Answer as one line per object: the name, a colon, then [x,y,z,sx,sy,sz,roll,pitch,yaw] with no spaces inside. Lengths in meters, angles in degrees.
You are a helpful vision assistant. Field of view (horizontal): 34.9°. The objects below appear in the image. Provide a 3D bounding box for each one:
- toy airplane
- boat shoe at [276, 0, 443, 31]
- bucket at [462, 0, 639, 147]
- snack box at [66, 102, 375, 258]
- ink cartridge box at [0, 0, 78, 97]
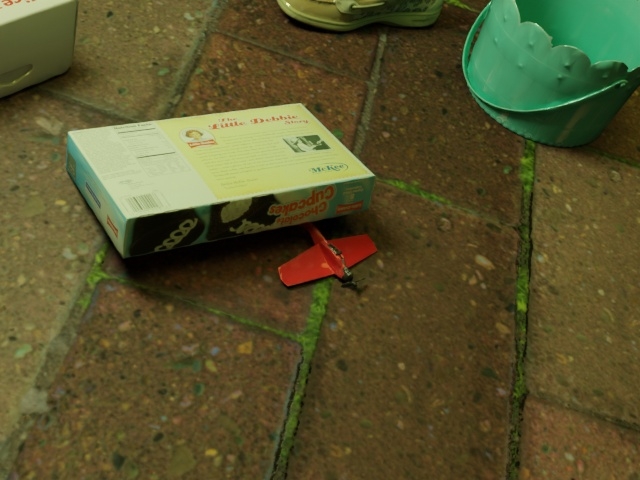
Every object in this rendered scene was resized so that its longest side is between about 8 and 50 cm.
toy airplane: [0.000,0.000,1.231,0.151,0.028,0.151,12,44,-12]
boat shoe: [0.068,-0.390,1.580,0.285,0.089,0.104,-9,53,-27]
bucket: [0.360,-0.287,1.532,0.281,0.183,0.281,11,45,-11]
snack box: [-0.118,-0.081,1.214,0.322,0.060,0.187,-11,41,-30]
ink cartridge box: [-0.469,-0.304,1.268,0.278,0.117,0.201,40,47,17]
